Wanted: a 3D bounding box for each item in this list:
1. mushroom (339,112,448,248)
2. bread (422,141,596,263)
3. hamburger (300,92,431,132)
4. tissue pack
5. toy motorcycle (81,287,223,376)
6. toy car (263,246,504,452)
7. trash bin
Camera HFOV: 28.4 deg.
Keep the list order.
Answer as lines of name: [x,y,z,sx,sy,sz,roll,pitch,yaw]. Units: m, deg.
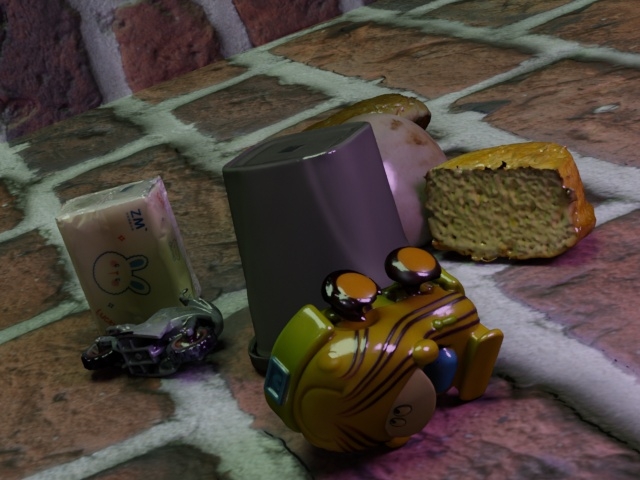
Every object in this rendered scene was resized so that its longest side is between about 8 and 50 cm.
mushroom: [0.075,-0.065,1.781,0.207,0.207,0.215,-38,-4,-43]
bread: [0.257,-0.060,1.649,0.229,0.143,0.139,4,30,40]
hamburger: [0.035,-0.134,1.970,0.285,0.134,0.265,-23,10,-17]
tissue pack: [-0.268,0.023,1.778,0.148,0.196,0.092,-14,21,9]
toy motorcycle: [-0.213,0.123,1.653,0.215,0.080,0.122,-8,22,34]
toy car: [0.071,0.129,1.291,0.248,0.200,0.142,-21,48,-34]
trash bin: [0.000,0.000,1.556,0.220,0.250,0.219,-9,16,22]
